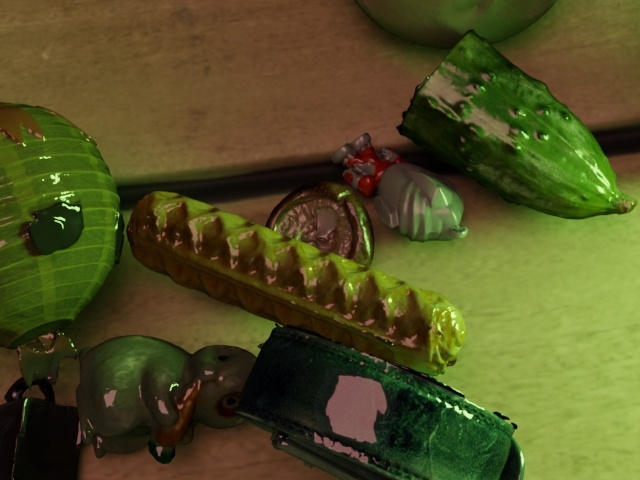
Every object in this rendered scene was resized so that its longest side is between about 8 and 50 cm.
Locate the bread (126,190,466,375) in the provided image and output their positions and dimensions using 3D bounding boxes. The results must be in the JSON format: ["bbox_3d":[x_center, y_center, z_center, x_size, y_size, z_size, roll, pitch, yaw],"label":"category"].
[{"bbox_3d":[-0.033,0.039,1.010,0.367,0.084,0.077,20,50,20],"label":"bread"}]

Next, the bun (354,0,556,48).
[{"bbox_3d":[0.144,-0.336,1.068,0.283,0.179,0.283,0,95,-1],"label":"bun"}]

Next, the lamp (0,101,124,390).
[{"bbox_3d":[-0.309,0.007,1.015,0.250,0.250,0.284,-22,82,0],"label":"lamp"}]

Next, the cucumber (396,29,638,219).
[{"bbox_3d":[0.205,-0.095,1.043,0.244,0.134,0.134,35,79,12],"label":"cucumber"}]

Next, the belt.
[{"bbox_3d":[0.056,0.170,0.929,0.267,0.206,0.116,24,78,-1],"label":"belt"}]

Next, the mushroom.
[{"bbox_3d":[0.000,0.000,1.072,0.123,0.052,0.123,-4,76,16],"label":"mushroom"}]

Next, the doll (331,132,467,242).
[{"bbox_3d":[0.085,-0.052,1.073,0.094,0.079,0.180,-30,54,-28],"label":"doll"}]

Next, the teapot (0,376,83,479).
[{"bbox_3d":[-0.299,0.221,1.028,0.096,0.087,0.177,-10,68,31],"label":"teapot"}]

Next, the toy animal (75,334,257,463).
[{"bbox_3d":[-0.124,0.137,1.014,0.236,0.108,0.138,-18,70,0],"label":"toy animal"}]
